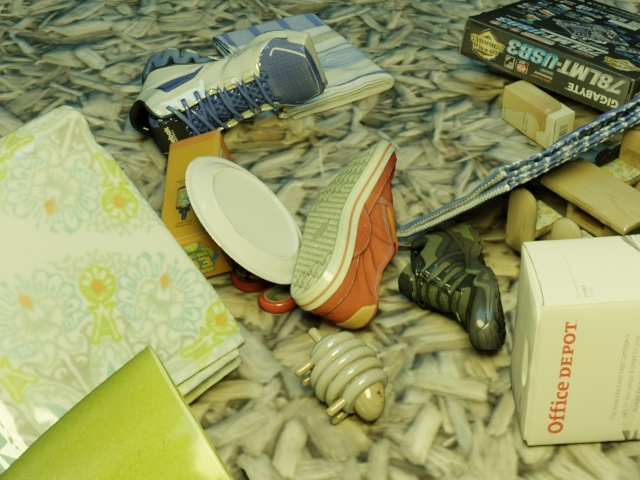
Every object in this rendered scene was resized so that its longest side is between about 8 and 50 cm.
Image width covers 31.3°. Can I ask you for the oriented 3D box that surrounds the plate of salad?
[{"bbox_3d":[-0.095,-0.022,1.423,0.200,0.048,0.200,37,28,-24],"label":"plate of salad"}]

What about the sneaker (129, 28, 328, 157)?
[{"bbox_3d":[-0.153,-0.196,1.672,0.315,0.127,0.182,-4,43,28],"label":"sneaker"}]

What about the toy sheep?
[{"bbox_3d":[0.025,0.147,1.269,0.091,0.091,0.132,-27,63,-28],"label":"toy sheep"}]

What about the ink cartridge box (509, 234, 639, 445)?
[{"bbox_3d":[0.351,0.102,1.209,0.283,0.207,0.117,-3,37,-1],"label":"ink cartridge box"}]

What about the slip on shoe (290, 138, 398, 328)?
[{"bbox_3d":[0.048,-0.011,1.452,0.101,0.123,0.331,40,36,-18],"label":"slip on shoe"}]

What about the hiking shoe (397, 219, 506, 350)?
[{"bbox_3d":[0.155,0.065,1.383,0.114,0.086,0.227,-14,31,3],"label":"hiking shoe"}]

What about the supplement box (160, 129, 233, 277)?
[{"bbox_3d":[-0.161,-0.048,1.522,0.078,0.080,0.233,-15,36,10],"label":"supplement box"}]

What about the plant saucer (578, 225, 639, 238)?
[{"bbox_3d":[0.377,0.049,1.406,0.188,0.045,0.188,21,44,26],"label":"plant saucer"}]

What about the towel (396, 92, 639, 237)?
[{"bbox_3d":[0.277,-0.104,1.480,0.336,0.243,0.040,-26,88,-32],"label":"towel"}]

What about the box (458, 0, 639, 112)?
[{"bbox_3d":[0.417,-0.301,1.783,0.295,0.073,0.293,27,36,31],"label":"box"}]

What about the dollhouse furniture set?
[{"bbox_3d":[0.376,-0.048,1.361,0.212,0.161,0.242,-26,44,-27],"label":"dollhouse furniture set"}]

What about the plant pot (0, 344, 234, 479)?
[{"bbox_3d":[-0.203,0.284,0.995,0.293,0.275,0.275,-31,45,-10],"label":"plant pot"}]

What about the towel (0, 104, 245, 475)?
[{"bbox_3d":[-0.300,0.068,1.245,0.320,0.090,0.374,-34,84,-33],"label":"towel"}]

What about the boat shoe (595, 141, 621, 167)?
[{"bbox_3d":[0.493,-0.133,1.605,0.219,0.078,0.070,-16,41,-14],"label":"boat shoe"}]

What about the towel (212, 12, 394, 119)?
[{"bbox_3d":[-0.033,-0.294,1.871,0.209,0.034,0.285,-19,41,-21],"label":"towel"}]

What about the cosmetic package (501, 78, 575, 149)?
[{"bbox_3d":[0.321,-0.186,1.695,0.041,0.060,0.115,-21,40,-24],"label":"cosmetic package"}]

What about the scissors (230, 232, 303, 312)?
[{"bbox_3d":[0.000,0.000,1.512,0.109,0.021,0.297,22,43,30],"label":"scissors"}]
